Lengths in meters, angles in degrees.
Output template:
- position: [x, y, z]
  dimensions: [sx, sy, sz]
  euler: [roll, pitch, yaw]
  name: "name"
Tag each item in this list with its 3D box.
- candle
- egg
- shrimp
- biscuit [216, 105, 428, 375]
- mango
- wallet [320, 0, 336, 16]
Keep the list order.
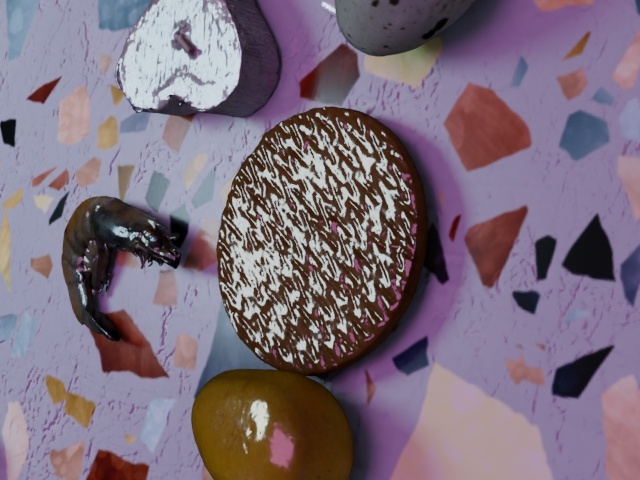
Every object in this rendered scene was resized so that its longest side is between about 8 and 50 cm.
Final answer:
- position: [-0.126, -0.210, 1.563]
  dimensions: [0.192, 0.068, 0.168]
  euler: [8, 89, 41]
  name: "candle"
- position: [0.078, -0.234, 1.350]
  dimensions: [0.164, 0.131, 0.131]
  euler: [-59, 46, 44]
  name: "egg"
- position: [-0.219, 0.031, 1.614]
  dimensions: [0.217, 0.051, 0.150]
  euler: [14, 94, 51]
  name: "shrimp"
- position: [0.000, 0.000, 1.424]
  dimensions: [0.262, 0.037, 0.262]
  euler: [-11, 74, 41]
  name: "biscuit"
- position: [-0.048, 0.180, 1.392]
  dimensions: [0.195, 0.098, 0.137]
  euler: [31, 105, 49]
  name: "mango"
- position: [0.035, -0.230, 1.460]
  dimensions: [0.083, 0.011, 0.044]
  euler: [34, 104, 42]
  name: "wallet"
